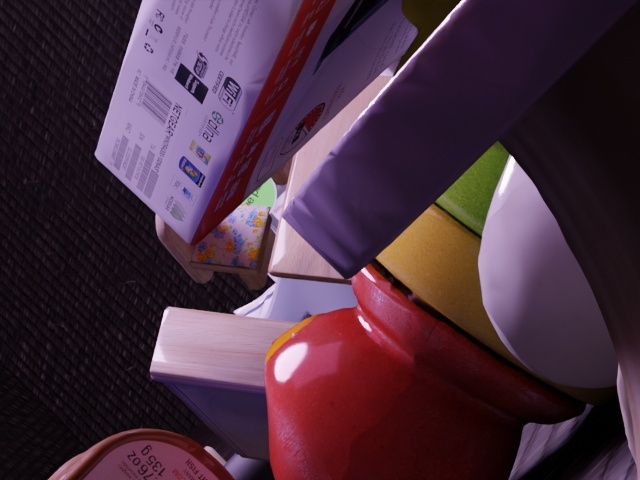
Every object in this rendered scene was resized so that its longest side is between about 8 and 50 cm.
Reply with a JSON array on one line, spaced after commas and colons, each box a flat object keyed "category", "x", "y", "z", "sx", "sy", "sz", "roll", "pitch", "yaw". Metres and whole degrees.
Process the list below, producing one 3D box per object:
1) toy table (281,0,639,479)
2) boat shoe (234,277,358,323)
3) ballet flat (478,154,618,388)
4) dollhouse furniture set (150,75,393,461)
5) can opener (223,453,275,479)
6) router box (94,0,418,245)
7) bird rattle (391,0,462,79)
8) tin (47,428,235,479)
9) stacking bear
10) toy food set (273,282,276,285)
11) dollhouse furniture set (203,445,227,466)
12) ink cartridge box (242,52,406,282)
[{"category": "toy table", "x": 0.115, "y": -0.026, "z": 0.476, "sx": 0.252, "sy": 0.161, "sz": 0.274, "roll": -46, "pitch": 0, "yaw": -22}, {"category": "boat shoe", "x": 0.024, "y": 0.047, "z": 1.421, "sx": 0.156, "sy": 0.136, "sz": 0.367, "roll": -39, "pitch": -14, "yaw": -31}, {"category": "ballet flat", "x": 0.215, "y": -0.093, "z": 0.648, "sx": 0.400, "sy": 0.139, "sz": 0.139, "roll": -44, "pitch": 1, "yaw": 4}, {"category": "dollhouse furniture set", "x": 0.000, "y": 0.000, "z": 1.139, "sx": 0.161, "sy": 0.212, "sz": 0.242, "roll": 56, "pitch": -137, "yaw": -63}, {"category": "can opener", "x": -0.058, "y": 0.189, "z": 1.245, "sx": 0.095, "sy": 0.076, "sz": 0.283, "roll": -43, "pitch": 1, "yaw": 45}, {"category": "router box", "x": 0.032, "y": -0.181, "z": 1.012, "sx": 0.301, "sy": 0.082, "sz": 0.335, "roll": -44, "pitch": -7, "yaw": -27}, {"category": "bird rattle", "x": 0.168, "y": -0.120, "z": 0.943, "sx": 0.253, "sy": 0.207, "sz": 0.143, "roll": -46, "pitch": -13, "yaw": 14}, {"category": "tin", "x": -0.095, "y": 0.154, "z": 0.797, "sx": 0.040, "sy": 0.106, "sz": 0.190, "roll": -43, "pitch": 2, "yaw": 44}, {"category": "stacking bear", "x": 0.080, "y": 0.007, "z": 0.803, "sx": 0.289, "sy": 0.164, "sz": 0.175, "roll": -56, "pitch": -11, "yaw": 8}, {"category": "toy food set", "x": 0.021, "y": 0.043, "z": 1.859, "sx": 0.232, "sy": 0.111, "sz": 0.104, "roll": -60, "pitch": 5, "yaw": -9}, {"category": "dollhouse furniture set", "x": -0.125, "y": 0.213, "z": 1.444, "sx": 0.184, "sy": 0.129, "sz": 0.129, "roll": -46, "pitch": 1, "yaw": -35}, {"category": "ink cartridge box", "x": 0.040, "y": -0.055, "z": 1.599, "sx": 0.198, "sy": 0.270, "sz": 0.197, "roll": -45, "pitch": 1, "yaw": 16}]
